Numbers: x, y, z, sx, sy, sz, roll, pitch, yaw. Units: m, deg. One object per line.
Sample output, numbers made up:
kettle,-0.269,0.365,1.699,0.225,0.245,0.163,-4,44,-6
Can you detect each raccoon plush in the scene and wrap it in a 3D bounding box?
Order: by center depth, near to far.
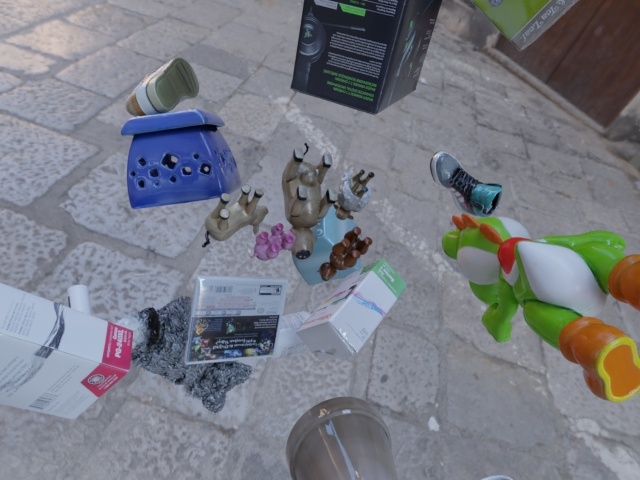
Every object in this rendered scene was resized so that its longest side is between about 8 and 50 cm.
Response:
raccoon plush,-0.350,0.326,1.020,0.299,0.216,0.446,45,5,4

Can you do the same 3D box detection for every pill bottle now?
pill bottle,-0.078,0.306,1.351,0.229,0.131,0.131,-7,51,-29

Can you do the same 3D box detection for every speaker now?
speaker,-0.681,0.195,1.153,0.055,0.055,0.136,-9,60,-28

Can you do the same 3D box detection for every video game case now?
video game case,-0.165,0.156,0.811,0.190,0.173,0.022,5,9,-33

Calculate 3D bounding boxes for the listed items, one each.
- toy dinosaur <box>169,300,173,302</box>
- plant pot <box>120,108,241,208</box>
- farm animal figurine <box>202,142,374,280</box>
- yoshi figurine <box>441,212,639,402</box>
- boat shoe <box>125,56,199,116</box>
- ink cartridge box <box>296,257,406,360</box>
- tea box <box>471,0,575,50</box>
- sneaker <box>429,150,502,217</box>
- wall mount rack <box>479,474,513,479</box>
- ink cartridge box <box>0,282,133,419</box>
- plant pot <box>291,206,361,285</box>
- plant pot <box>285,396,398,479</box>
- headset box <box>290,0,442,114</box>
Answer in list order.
toy dinosaur,-0.372,0.255,1.327,0.218,0.322,0.164,-24,99,-56
plant pot,-0.347,-0.212,1.032,0.236,0.212,0.236,-7,13,2
farm animal figurine,-0.061,-0.056,0.890,0.330,0.172,0.326,21,56,-13
yoshi figurine,0.327,0.068,0.606,0.204,0.202,0.362,-7,20,-14
boat shoe,-0.415,-0.405,1.076,0.103,0.113,0.302,-13,28,13
ink cartridge box,0.088,0.199,1.171,0.117,0.201,0.278,50,55,-4
tea box,0.538,-0.720,1.008,0.323,0.329,0.220,48,40,0
sneaker,0.495,-0.174,1.339,0.295,0.123,0.178,40,-6,-32
wall mount rack,0.411,0.752,1.060,0.350,0.304,0.130,-12,77,-19
ink cartridge box,-0.300,0.122,0.431,0.150,0.109,0.063,38,21,-38
plant pot,0.000,0.000,1.650,0.247,0.252,0.247,-16,53,21
plant pot,0.082,0.655,1.123,0.323,0.323,0.280,6,12,-15
headset box,0.085,-0.331,0.569,0.131,0.283,0.246,22,34,15
